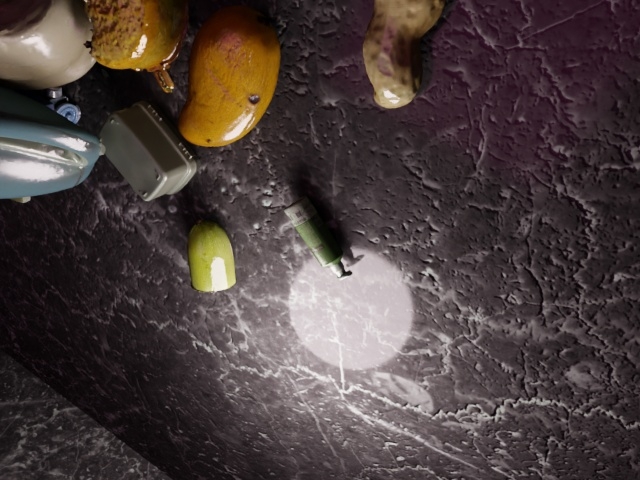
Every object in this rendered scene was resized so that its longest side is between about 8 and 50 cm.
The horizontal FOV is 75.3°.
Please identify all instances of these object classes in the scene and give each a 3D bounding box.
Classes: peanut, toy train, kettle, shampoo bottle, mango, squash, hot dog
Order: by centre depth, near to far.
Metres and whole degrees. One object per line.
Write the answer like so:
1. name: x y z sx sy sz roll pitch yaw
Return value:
1. peanut: 0.124 -0.340 0.649 0.117 0.101 0.263 33 129 33
2. mango: -0.180 -0.308 0.816 0.177 0.120 0.295 35 129 -3
3. kettle: -0.633 -0.199 0.847 0.319 0.342 0.247 2 89 42
4. shampoo bottle: 0.000 0.000 0.923 0.065 0.065 0.204 -26 102 35
5. hot dog: -0.359 -0.372 0.933 0.037 0.021 0.083 -19 105 35
6. squash: -0.285 0.032 1.059 0.123 0.123 0.187 9 116 23
7. toy train: -0.752 -0.260 1.085 0.131 0.202 0.300 29 124 8

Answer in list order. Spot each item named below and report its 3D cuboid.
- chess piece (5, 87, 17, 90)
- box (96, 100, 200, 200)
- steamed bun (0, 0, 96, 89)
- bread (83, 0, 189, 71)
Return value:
1. chess piece: -0.838 -0.547 1.039 0.307 0.124 0.139 59 158 -7
2. box: -0.401 -0.209 0.976 0.148 0.129 0.210 -35 96 36
3. steamed bun: -0.607 -0.464 0.852 0.342 0.255 0.367 -44 67 -3
4. bread: -0.344 -0.453 0.800 0.147 0.160 0.261 20 118 9
